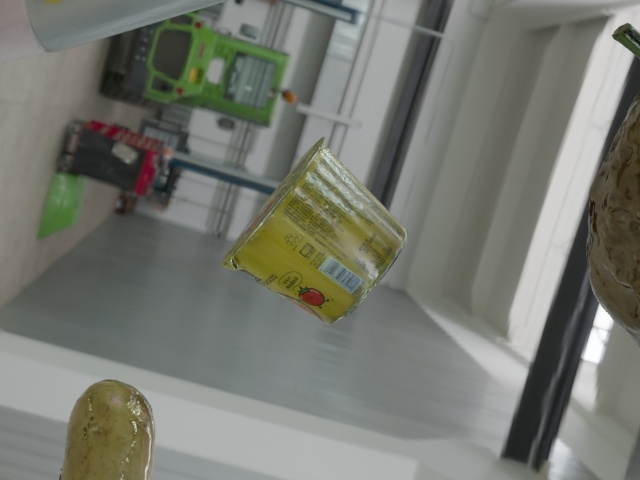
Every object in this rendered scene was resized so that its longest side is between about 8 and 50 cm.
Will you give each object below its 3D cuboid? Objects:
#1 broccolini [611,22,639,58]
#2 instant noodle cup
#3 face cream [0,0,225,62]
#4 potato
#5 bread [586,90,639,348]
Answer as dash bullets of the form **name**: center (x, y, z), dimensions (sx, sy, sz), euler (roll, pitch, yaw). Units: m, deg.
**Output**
- **broccolini**: center (0.318, -0.111, 0.801), dimensions (0.042, 0.218, 0.044), euler (-56, -163, -3)
- **instant noodle cup**: center (0.000, 0.000, 1.094), dimensions (0.182, 0.144, 0.182), euler (-49, -173, 8)
- **face cream**: center (-0.153, -0.214, 0.797), dimensions (0.073, 0.269, 0.107), euler (62, 21, -48)
- **potato**: center (-0.184, 0.204, 0.850), dimensions (0.107, 0.080, 0.170), euler (-21, -120, 61)
- **bread**: center (0.261, -0.012, 0.531), dimensions (0.123, 0.230, 0.230), euler (-102, -153, -53)
